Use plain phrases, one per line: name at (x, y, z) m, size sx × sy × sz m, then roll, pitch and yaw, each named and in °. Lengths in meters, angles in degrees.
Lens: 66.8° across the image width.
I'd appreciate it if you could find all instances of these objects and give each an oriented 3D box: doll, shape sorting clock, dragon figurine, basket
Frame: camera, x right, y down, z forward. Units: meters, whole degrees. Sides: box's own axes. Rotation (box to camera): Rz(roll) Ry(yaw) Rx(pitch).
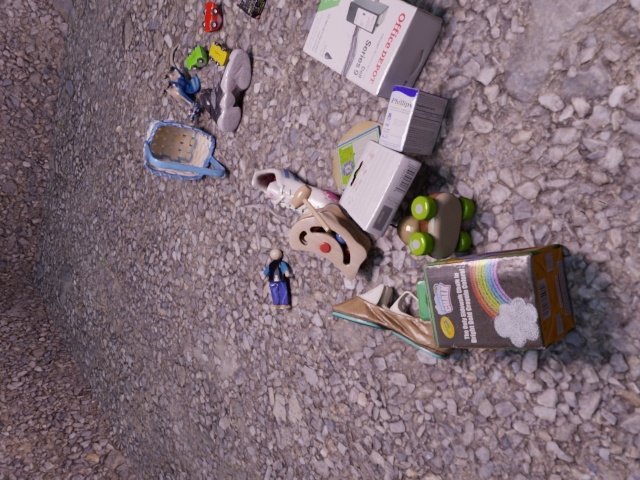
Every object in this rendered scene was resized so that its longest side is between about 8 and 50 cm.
doll at (-0.139, 0.120, 1.538) m, size 0.129 × 0.046 × 0.189 m, roll -4°, pitch 91°, yaw 42°
shape sorting clock at (0.115, -0.209, 1.275) m, size 0.206 × 0.040 × 0.207 m, roll -10°, pitch 76°, yaw 42°
dragon figurine at (-0.504, -0.573, 1.792) m, size 0.085 × 0.143 × 0.290 m, roll -32°, pitch 53°, yaw 42°
basket at (-0.495, -0.306, 1.694) m, size 0.289 × 0.254 × 0.201 m, roll 50°, pitch 123°, yaw 42°

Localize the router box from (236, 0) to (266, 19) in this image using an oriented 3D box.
router box at (-0.209, -0.777, 1.532) m, size 0.092 × 0.038 × 0.123 m, roll 48°, pitch 123°, yaw 29°

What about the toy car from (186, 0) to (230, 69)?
toy car at (-0.397, -0.676, 1.707) m, size 0.224 × 0.053 × 0.239 m, roll -25°, pitch 76°, yaw 42°

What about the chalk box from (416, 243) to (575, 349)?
chalk box at (0.336, 0.117, 1.006) m, size 0.288 × 0.179 × 0.181 m, roll -9°, pitch 88°, yaw 44°

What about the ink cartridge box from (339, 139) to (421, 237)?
ink cartridge box at (0.134, -0.133, 1.167) m, size 0.189 × 0.066 × 0.232 m, roll -64°, pitch 17°, yaw 13°

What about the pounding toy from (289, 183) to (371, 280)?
pounding toy at (0.000, 0.000, 1.256) m, size 0.269 × 0.155 × 0.154 m, roll 46°, pitch 116°, yaw -6°

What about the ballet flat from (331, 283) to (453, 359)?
ballet flat at (0.183, 0.181, 1.211) m, size 0.342 × 0.116 × 0.124 m, roll 15°, pitch 84°, yaw 41°

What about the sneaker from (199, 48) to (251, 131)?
sneaker at (-0.325, -0.511, 1.618) m, size 0.153 × 0.101 × 0.269 m, roll 33°, pitch 118°, yaw 33°

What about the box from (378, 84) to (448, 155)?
box at (0.214, -0.274, 1.120) m, size 0.072 × 0.126 × 0.137 m, roll 29°, pitch 112°, yaw 39°

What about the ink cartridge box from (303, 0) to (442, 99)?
ink cartridge box at (0.120, -0.501, 1.190) m, size 0.289 × 0.121 × 0.211 m, roll 42°, pitch 121°, yaw 32°

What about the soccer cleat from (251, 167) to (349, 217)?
soccer cleat at (-0.069, -0.114, 1.386) m, size 0.331 × 0.143 × 0.116 m, roll 33°, pitch 115°, yaw 36°

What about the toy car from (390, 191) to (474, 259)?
toy car at (0.229, -0.042, 1.122) m, size 0.188 × 0.154 × 0.149 m, roll 15°, pitch 104°, yaw 54°
